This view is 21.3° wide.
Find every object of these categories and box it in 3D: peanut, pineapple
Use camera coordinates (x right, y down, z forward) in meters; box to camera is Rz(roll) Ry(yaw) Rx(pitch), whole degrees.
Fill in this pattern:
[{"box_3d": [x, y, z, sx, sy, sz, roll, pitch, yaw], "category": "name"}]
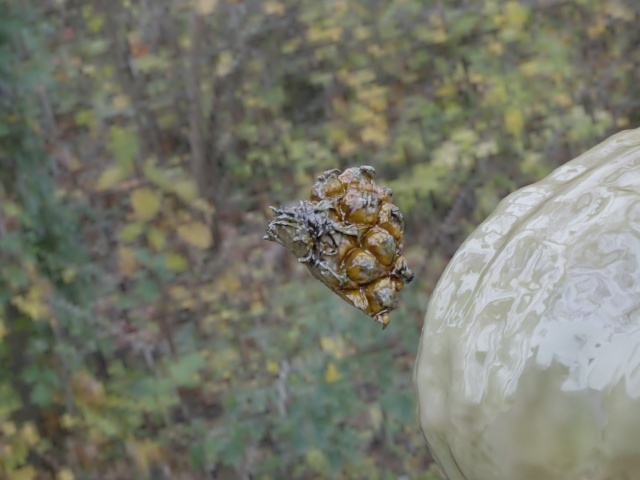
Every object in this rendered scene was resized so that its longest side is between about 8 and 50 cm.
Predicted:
[{"box_3d": [0.186, 0.019, 0.669, 0.340, 0.174, 0.158, -28, -7, -25], "category": "peanut"}, {"box_3d": [0.000, 0.000, 1.151, 0.114, 0.114, 0.077, 17, -24, -42], "category": "pineapple"}]
